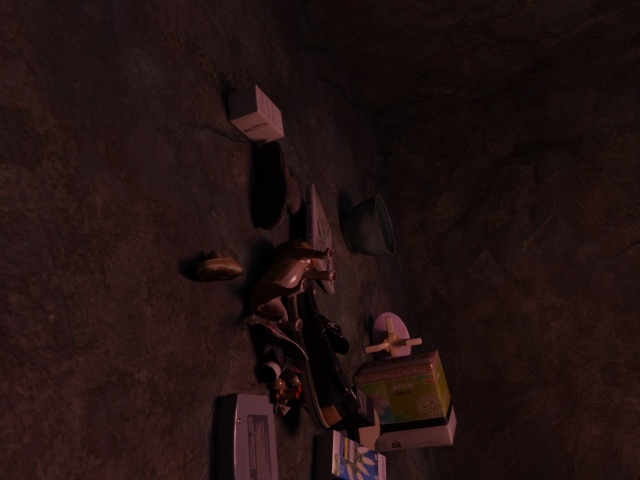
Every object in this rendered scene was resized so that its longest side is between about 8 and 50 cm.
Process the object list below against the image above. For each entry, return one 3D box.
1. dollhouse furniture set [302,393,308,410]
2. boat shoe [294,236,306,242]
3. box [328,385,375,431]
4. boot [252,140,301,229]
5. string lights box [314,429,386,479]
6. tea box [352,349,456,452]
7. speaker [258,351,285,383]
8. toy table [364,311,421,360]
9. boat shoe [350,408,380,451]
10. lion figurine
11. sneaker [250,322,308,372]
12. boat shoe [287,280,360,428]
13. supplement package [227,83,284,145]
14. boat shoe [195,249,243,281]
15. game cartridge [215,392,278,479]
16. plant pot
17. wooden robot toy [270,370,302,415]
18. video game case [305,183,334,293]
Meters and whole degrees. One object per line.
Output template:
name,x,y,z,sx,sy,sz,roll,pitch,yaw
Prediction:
dollhouse furniture set,-0.030,0.465,1.595,0.151,0.058,0.076,-57,140,-40
boat shoe,-0.069,0.015,1.752,0.152,0.056,0.049,-60,166,-64
box,0.077,0.549,1.630,0.158,0.156,0.093,53,28,-48
boot,-0.123,-0.143,1.665,0.223,0.118,0.338,57,30,-54
string lights box,0.097,0.708,1.573,0.260,0.077,0.133,38,37,-30
tea box,0.345,0.648,2.037,0.220,0.329,0.323,-8,82,-70
speaker,-0.122,0.341,1.384,0.136,0.055,0.055,-34,108,-69
toy table,0.325,0.469,2.298,0.161,0.252,0.274,58,11,-82
boat shoe,0.146,0.740,1.811,0.112,0.095,0.335,36,29,-16
lion figurine,-0.106,0.114,1.432,0.392,0.240,0.142,-42,127,-53
sneaker,-0.103,0.281,1.374,0.178,0.072,0.077,42,9,4
boat shoe,0.008,0.312,1.543,0.187,0.156,0.500,63,10,-52
supplement package,-0.207,-0.401,1.622,0.179,0.105,0.105,34,45,-62
boat shoe,-0.256,0.059,1.226,0.072,0.068,0.190,66,8,10
game cartridge,-0.164,0.506,1.150,0.198,0.062,0.297,33,45,-57
plant pot,0.220,-0.053,2.410,0.293,0.196,0.293,-14,90,-71
wooden robot toy,-0.101,0.399,1.385,0.079,0.076,0.173,58,23,-15
video game case,0.000,0.000,1.916,0.329,0.036,0.300,66,18,-55
